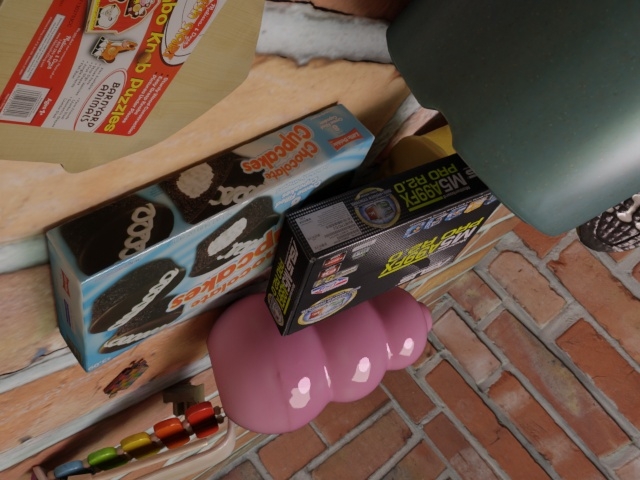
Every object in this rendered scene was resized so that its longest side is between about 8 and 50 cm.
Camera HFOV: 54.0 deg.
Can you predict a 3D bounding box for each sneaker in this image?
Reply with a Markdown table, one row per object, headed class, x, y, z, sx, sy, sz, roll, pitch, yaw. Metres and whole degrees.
| class | x | y | z | sx | sy | sz | roll | pitch | yaw |
| --- | --- | --- | --- | --- | --- | --- | --- | --- | --- |
| sneaker | 0.528 | -0.152 | 1.013 | 0.410 | 0.158 | 0.182 | -56 | -179 | -6 |

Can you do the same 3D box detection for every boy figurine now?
| class | x | y | z | sx | sy | sz | roll | pitch | yaw |
| --- | --- | --- | --- | --- | --- | --- | --- | --- | --- |
| boy figurine | 0.103 | -0.053 | 0.893 | 0.177 | 0.092 | 0.285 | -54 | 179 | -38 |

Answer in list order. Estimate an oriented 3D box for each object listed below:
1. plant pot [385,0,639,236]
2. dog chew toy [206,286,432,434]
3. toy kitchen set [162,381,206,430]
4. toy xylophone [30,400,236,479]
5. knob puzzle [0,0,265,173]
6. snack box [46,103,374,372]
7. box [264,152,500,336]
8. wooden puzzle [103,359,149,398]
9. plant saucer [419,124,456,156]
| class | x | y | z | sx | sy | sz | roll | pitch | yaw |
| --- | --- | --- | --- | --- | --- | --- | --- | --- | --- |
| plant pot | 0.257 | -0.198 | 0.520 | 0.334 | 0.341 | 0.341 | -39 | 166 | 26 |
| dog chew toy | 0.006 | 0.156 | 0.933 | 0.332 | 0.206 | 0.206 | -15 | 158 | -11 |
| toy kitchen set | -0.249 | 0.295 | 1.092 | 0.068 | 0.083 | 0.075 | -2 | -179 | 26 |
| toy xylophone | -0.260 | 0.322 | 0.946 | 0.323 | 0.081 | 0.236 | -15 | 156 | -21 |
| knob puzzle | -0.109 | -0.118 | 0.371 | 0.213 | 0.030 | 0.213 | -37 | 163 | -13 |
| snack box | -0.102 | -0.006 | 0.629 | 0.322 | 0.060 | 0.187 | -31 | 161 | -32 |
| box | 0.075 | 0.002 | 0.742 | 0.270 | 0.060 | 0.216 | -21 | 157 | -22 |
| wooden puzzle | -0.268 | 0.191 | 0.870 | 0.083 | 0.006 | 0.049 | -44 | 164 | 10 |
| plant saucer | 0.322 | -0.137 | 1.006 | 0.333 | 0.080 | 0.333 | -21 | 166 | 10 |
